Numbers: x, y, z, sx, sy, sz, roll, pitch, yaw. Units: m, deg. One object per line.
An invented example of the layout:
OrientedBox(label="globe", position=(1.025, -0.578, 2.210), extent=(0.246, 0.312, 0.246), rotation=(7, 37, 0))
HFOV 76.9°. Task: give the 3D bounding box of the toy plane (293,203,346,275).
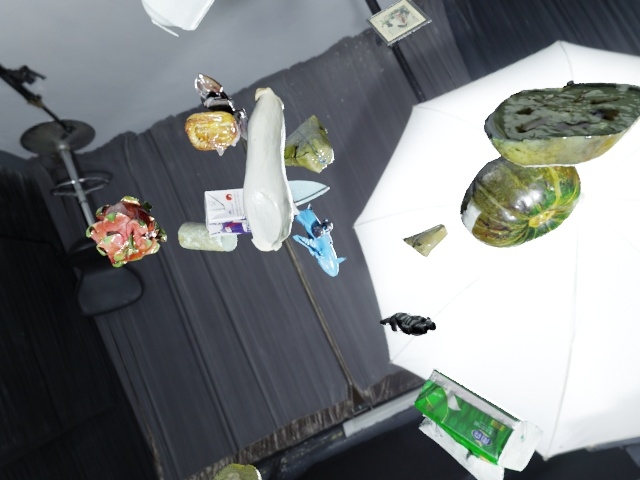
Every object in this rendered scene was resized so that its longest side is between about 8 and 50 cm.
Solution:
OrientedBox(label="toy plane", position=(0.000, 0.000, 1.436), extent=(0.105, 0.271, 0.254), rotation=(-31, -178, 29))

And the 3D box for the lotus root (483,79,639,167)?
OrientedBox(label="lotus root", position=(0.334, -0.153, 0.564), extent=(0.203, 0.078, 0.183), rotation=(-38, -141, -25))

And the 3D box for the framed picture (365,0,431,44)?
OrientedBox(label="framed picture", position=(0.308, -0.883, 1.619), extent=(0.199, 0.195, 0.010), rotation=(-29, 151, 3))

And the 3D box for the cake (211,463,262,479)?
OrientedBox(label="cake", position=(-0.266, 0.797, 1.186), extent=(0.179, 0.156, 0.260), rotation=(1, -159, 32))

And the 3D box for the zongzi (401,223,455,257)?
OrientedBox(label="zongzi", position=(0.462, -0.034, 1.758), extent=(0.189, 0.081, 0.178), rotation=(-45, -148, 0))

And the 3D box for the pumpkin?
OrientedBox(label="pumpkin", position=(0.441, -0.107, 0.908), extent=(0.260, 0.189, 0.260), rotation=(-17, 148, -11))

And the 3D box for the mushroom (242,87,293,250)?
OrientedBox(label="mushroom", position=(-0.113, -0.154, 0.865), extent=(0.097, 0.352, 0.109), rotation=(-1, 179, 28))

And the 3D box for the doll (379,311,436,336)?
OrientedBox(label="doll", position=(0.263, 0.249, 1.201), extent=(0.091, 0.067, 0.219), rotation=(-20, -176, -20))

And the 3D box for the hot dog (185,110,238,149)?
OrientedBox(label="hot dog", position=(-0.295, -0.295, 1.077), extent=(0.147, 0.099, 0.065), rotation=(-1, -151, 11))

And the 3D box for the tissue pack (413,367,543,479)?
OrientedBox(label="tissue pack", position=(0.322, 0.401, 0.864), extent=(0.209, 0.148, 0.156), rotation=(23, -102, 50))

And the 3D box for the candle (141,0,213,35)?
OrientedBox(label="candle", position=(-0.388, -0.733, 1.117), extent=(0.342, 0.221, 0.221), rotation=(-40, 167, 26))

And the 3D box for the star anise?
OrientedBox(label="star anise", position=(-0.286, -0.375, 1.201), extent=(0.129, 0.212, 0.283), rotation=(-22, -172, 1))

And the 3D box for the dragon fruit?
OrientedBox(label="dragon fruit", position=(-0.434, -0.026, 0.914), extent=(0.137, 0.135, 0.236), rotation=(-25, -166, -10))

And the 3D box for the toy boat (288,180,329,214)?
OrientedBox(label="toy boat", position=(-0.037, -0.133, 1.088), extent=(0.122, 0.096, 0.034), rotation=(-25, 171, 8))

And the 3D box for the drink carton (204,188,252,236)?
OrientedBox(label="drink carton", position=(-0.240, -0.089, 1.239), extent=(0.222, 0.102, 0.134), rotation=(-6, 164, -17))

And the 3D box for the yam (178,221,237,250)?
OrientedBox(label="yam", position=(-0.419, -0.013, 1.510), extent=(0.194, 0.107, 0.107), rotation=(5, -179, 14))

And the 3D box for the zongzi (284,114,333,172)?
OrientedBox(label="zongzi", position=(-0.084, -0.296, 1.466), extent=(0.274, 0.251, 0.125), rotation=(-33, 127, 17))
